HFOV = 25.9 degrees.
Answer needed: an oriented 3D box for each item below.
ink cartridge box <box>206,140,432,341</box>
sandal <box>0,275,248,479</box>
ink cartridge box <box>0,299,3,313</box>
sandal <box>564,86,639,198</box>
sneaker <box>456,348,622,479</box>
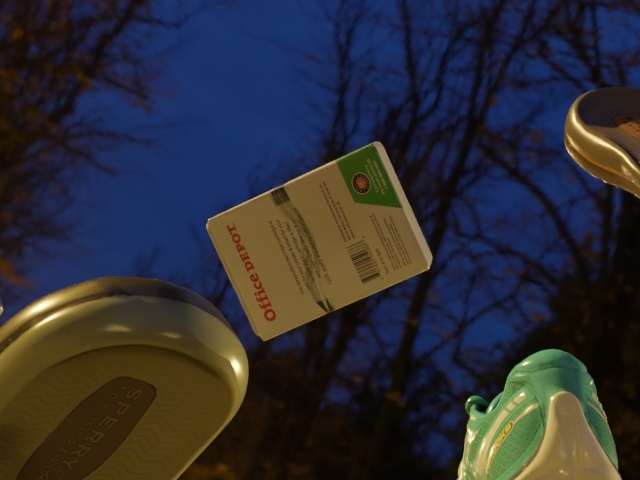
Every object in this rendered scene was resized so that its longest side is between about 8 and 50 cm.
[{"bbox_3d":[0.000,0.000,1.550,0.208,0.153,0.087,-23,3,9],"label":"ink cartridge box"},{"bbox_3d":[-0.131,0.139,0.525,0.120,0.086,0.303,15,-55,-37],"label":"sandal"},{"bbox_3d":[-0.339,0.008,1.136,0.072,0.307,0.303,26,22,-36],"label":"ink cartridge box"},{"bbox_3d":[0.195,-0.039,0.646,0.090,0.060,0.219,-10,30,-22],"label":"sandal"},{"bbox_3d":[0.125,0.145,0.841,0.107,0.110,0.275,0,-22,-6],"label":"sneaker"}]
